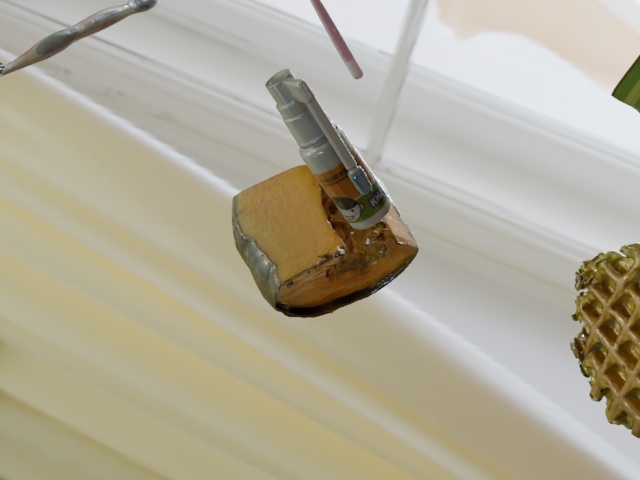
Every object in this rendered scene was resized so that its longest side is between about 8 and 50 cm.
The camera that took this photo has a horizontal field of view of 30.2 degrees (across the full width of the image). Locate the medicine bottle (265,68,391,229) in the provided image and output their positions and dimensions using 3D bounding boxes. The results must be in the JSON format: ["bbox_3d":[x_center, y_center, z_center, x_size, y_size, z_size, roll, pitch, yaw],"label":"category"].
[{"bbox_3d":[0.014,-0.108,1.424,0.061,0.220,0.092,-43,27,-14],"label":"medicine bottle"}]

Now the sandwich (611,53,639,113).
[{"bbox_3d":[0.540,-0.251,2.015,0.116,0.074,0.074,-50,-11,-20],"label":"sandwich"}]

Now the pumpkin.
[{"bbox_3d":[0.000,0.000,2.144,0.303,0.225,0.256,5,-35,-44],"label":"pumpkin"}]

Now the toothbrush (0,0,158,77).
[{"bbox_3d":[-0.248,-0.199,1.166,0.027,0.021,0.269,-24,11,44],"label":"toothbrush"}]

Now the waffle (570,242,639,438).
[{"bbox_3d":[0.490,0.163,1.764,0.302,0.068,0.324,-6,94,57],"label":"waffle"}]

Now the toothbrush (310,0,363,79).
[{"bbox_3d":[-0.006,-0.384,1.925,0.020,0.286,0.025,-27,-7,-20],"label":"toothbrush"}]
